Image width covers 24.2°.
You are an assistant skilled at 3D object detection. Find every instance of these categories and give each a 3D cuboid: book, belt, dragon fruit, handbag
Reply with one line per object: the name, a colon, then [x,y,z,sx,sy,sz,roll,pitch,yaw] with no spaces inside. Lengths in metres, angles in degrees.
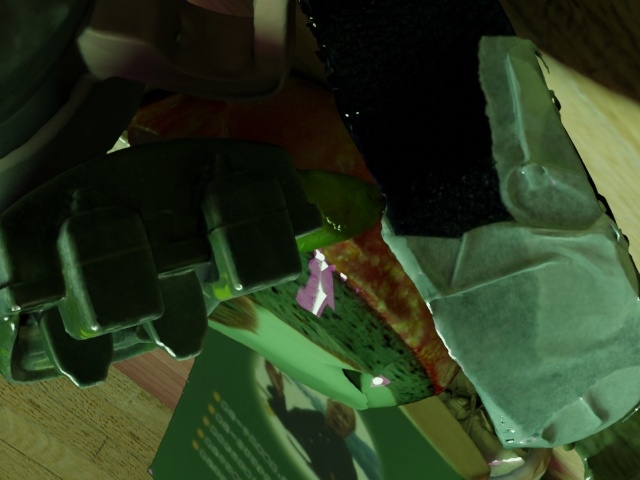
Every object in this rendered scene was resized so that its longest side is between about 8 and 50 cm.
book: [-0.019,0.184,1.211,0.260,0.043,0.371,49,142,19]
belt: [0.058,-0.021,0.545,0.151,0.078,0.198,55,-168,-72]
dragon fruit: [0.000,0.000,0.869,0.295,0.130,0.268,27,161,24]
handbag: [0.123,0.139,1.165,0.117,0.095,0.173,23,173,17]

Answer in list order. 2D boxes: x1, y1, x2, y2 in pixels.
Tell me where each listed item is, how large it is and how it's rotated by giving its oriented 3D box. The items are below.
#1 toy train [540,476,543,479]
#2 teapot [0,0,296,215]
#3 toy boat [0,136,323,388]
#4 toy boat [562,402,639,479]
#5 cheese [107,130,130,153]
toy train: [0.104,0.241,1.413,0.249,0.178,0.429,10,156,34]
teapot: [-0.158,-0.124,0.587,0.300,0.253,0.344,11,173,1]
toy boat: [-0.112,0.025,0.739,0.319,0.141,0.092,-24,82,66]
toy boat: [0.202,0.122,0.899,0.293,0.093,0.055,43,-178,-44]
cheese: [-0.289,-0.166,1.143,0.400,0.034,0.085,32,162,4]
